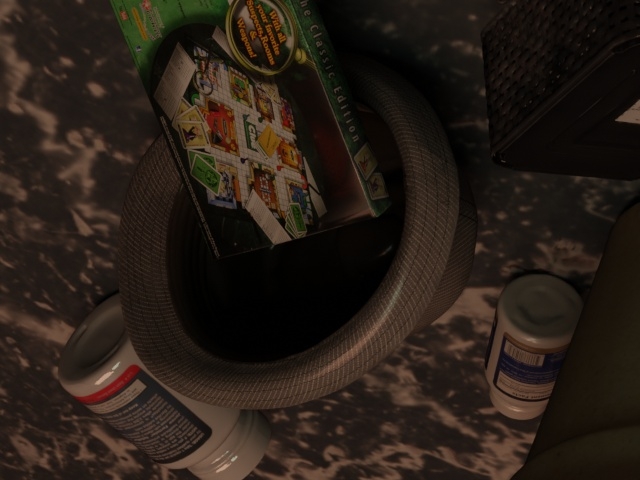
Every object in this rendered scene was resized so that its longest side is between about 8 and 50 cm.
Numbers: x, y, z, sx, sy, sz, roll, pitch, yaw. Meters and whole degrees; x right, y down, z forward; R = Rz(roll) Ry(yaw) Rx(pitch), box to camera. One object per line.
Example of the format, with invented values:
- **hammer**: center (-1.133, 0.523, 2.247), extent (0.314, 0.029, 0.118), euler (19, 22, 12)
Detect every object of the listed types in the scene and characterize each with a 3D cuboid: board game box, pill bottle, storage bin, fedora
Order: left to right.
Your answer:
- **pill bottle**: center (-0.131, 0.136, 1.305), extent (0.108, 0.108, 0.180), euler (-19, 128, 38)
- **board game box**: center (-0.059, -0.123, 0.933), extent (0.136, 0.030, 0.260), euler (-13, 102, 38)
- **fedora**: center (0.000, 0.000, 1.038), extent (0.275, 0.244, 0.124), euler (-24, 154, 32)
- **pill bottle**: center (0.163, 0.086, 1.155), extent (0.067, 0.067, 0.120), euler (13, 141, 8)
- **storage bin**: center (0.177, -0.105, 0.826), extent (0.122, 0.084, 0.180), euler (4, 161, -18)

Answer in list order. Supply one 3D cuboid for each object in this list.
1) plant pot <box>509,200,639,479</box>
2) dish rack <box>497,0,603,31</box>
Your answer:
- **plant pot**: center (0.276, 0.128, 0.967), extent (0.334, 0.305, 0.334), euler (12, 142, 10)
- **dish rack**: center (0.140, -0.209, 0.807), extent (0.208, 0.074, 0.271), euler (-16, 130, 38)
